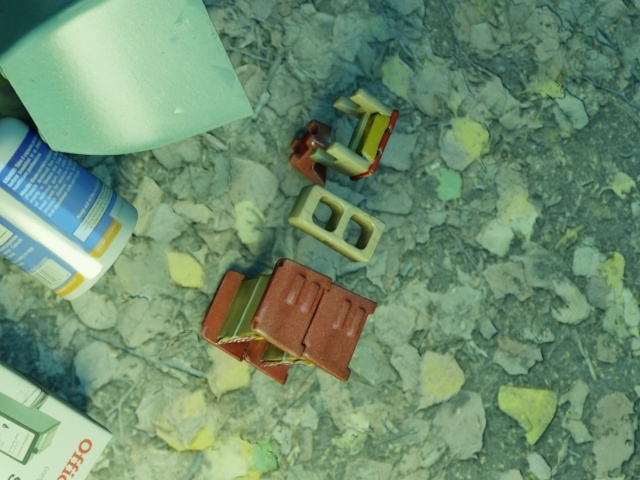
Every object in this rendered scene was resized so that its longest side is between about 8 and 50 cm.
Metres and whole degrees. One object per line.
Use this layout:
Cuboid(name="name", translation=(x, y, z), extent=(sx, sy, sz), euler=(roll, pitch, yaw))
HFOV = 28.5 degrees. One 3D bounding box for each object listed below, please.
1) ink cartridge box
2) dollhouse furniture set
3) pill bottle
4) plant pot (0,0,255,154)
Cuboid(name="ink cartridge box", translation=(-0.438, 0.248, 1.569), extent=(0.289, 0.121, 0.211), euler=(37, 78, -27))
Cuboid(name="dollhouse furniture set", translation=(0.000, 0.000, 1.740), extent=(0.152, 0.201, 0.374), euler=(30, 73, -21))
Cuboid(name="pill bottle", translation=(-0.379, -0.059, 1.590), extent=(0.272, 0.152, 0.152), euler=(39, 76, -19))
Cuboid(name="plant pot", translation=(-0.266, -0.249, 1.567), extent=(0.252, 0.248, 0.247), euler=(-27, 129, -1))
